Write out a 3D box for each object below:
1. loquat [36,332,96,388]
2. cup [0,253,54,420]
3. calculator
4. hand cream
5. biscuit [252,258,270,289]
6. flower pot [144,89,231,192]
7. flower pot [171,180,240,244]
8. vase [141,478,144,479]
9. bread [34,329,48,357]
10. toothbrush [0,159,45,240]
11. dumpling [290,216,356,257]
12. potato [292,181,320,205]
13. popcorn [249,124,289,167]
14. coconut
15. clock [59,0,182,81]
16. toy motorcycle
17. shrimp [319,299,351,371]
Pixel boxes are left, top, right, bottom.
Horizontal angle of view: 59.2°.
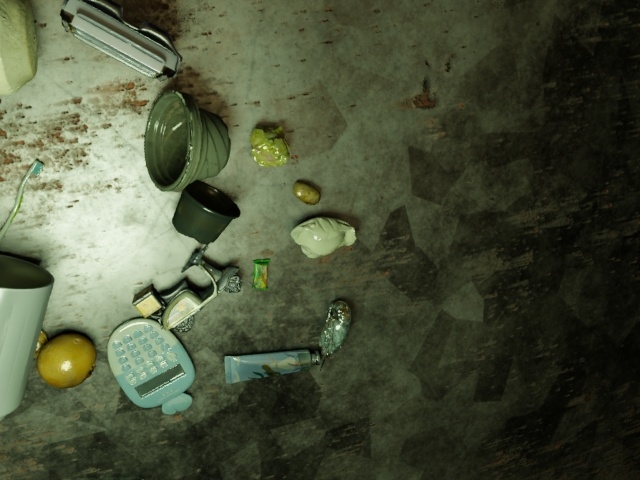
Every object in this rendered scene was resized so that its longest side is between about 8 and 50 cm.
[{"bbox_3d":[-0.619,0.295,1.379,0.141,0.141,0.141,-6,109,-18],"label":"loquat"},{"bbox_3d":[-0.772,0.196,1.222,0.323,0.237,0.327,22,99,19],"label":"cup"},{"bbox_3d":[-0.444,0.341,1.504,0.188,0.042,0.302,-28,113,-11],"label":"calculator"},{"bbox_3d":[-0.136,0.355,1.614,0.271,0.058,0.091,-4,115,-14],"label":"hand cream"},{"bbox_3d":[-0.163,0.094,1.538,0.046,0.016,0.089,0,107,-20],"label":"biscuit"},{"bbox_3d":[-0.299,-0.223,1.301,0.140,0.235,0.235,-4,109,-42],"label":"flower pot"},{"bbox_3d":[-0.290,-0.063,1.379,0.157,0.157,0.107,28,109,-25],"label":"flower pot"},{"bbox_3d":[-0.630,0.733,1.516,0.299,0.143,0.143,1,107,-16],"label":"vase"},{"bbox_3d":[-0.720,0.239,1.372,0.083,0.044,0.110,-38,116,-8],"label":"bread"},{"bbox_3d":[-0.707,-0.069,1.291,0.026,0.022,0.263,32,94,-13],"label":"toothbrush"},{"bbox_3d":[-0.002,-0.001,1.535,0.169,0.100,0.134,-17,151,-32],"label":"dumpling"},{"bbox_3d":[-0.037,-0.125,1.501,0.083,0.040,0.051,30,72,-20],"label":"potato"},{"bbox_3d":[-0.129,-0.236,1.412,0.109,0.089,0.097,33,129,-17],"label":"popcorn"},{"bbox_3d":[-0.691,-0.395,1.079,0.266,0.237,0.237,-2,107,-24],"label":"coconut"},{"bbox_3d":[-0.413,-0.427,1.192,0.253,0.186,0.083,26,92,-25],"label":"clock"},{"bbox_3d":[-0.331,0.127,1.450,0.263,0.091,0.157,-36,110,-3],"label":"toy motorcycle"},{"bbox_3d":[0.031,0.284,1.635,0.090,0.079,0.233,-2,113,-59],"label":"shrimp"}]
